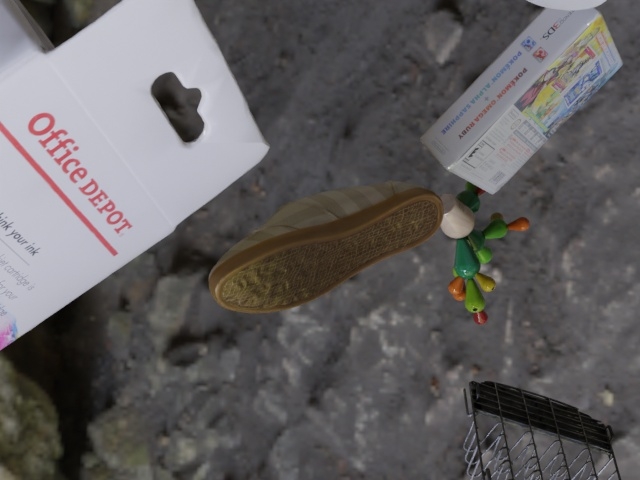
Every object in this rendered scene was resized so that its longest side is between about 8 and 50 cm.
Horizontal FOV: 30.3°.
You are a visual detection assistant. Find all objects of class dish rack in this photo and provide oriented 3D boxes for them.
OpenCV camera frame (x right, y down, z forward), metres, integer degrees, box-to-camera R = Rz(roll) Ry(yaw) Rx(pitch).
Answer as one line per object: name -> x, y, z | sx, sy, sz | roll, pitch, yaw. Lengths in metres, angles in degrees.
dish rack -> 0.250, 0.271, 1.333 | 0.271, 0.208, 0.074 | -87, 19, -59

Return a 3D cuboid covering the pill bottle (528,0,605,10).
pill bottle -> 0.202, -0.283, 0.916 | 0.108, 0.108, 0.194 | -18, 55, 64

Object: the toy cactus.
toy cactus -> 0.216, -0.007, 1.678 | 0.112, 0.180, 0.219 | 1, 64, 30

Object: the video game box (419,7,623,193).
video game box -> 0.194, -0.133, 1.109 | 0.187, 0.205, 0.048 | -44, 74, 11

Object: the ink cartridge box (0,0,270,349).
ink cartridge box -> -0.220, -0.030, 0.652 | 0.119, 0.353, 0.207 | 53, 175, 27

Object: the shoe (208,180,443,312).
shoe -> 0.000, 0.000, 1.004 | 0.058, 0.219, 0.077 | 48, 149, 43
